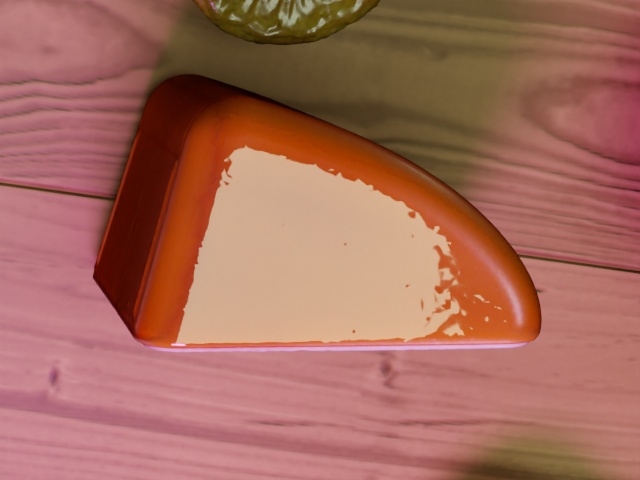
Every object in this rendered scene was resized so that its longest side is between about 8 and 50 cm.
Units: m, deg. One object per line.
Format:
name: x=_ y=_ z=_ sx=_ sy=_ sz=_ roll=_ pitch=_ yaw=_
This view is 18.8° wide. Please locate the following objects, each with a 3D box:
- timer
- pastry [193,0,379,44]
timer: x=0.000 y=0.000 z=1.280 sx=0.250 sy=0.257 sz=0.161 roll=15 pitch=95 yaw=-16
pastry: x=-0.032 y=-0.228 z=1.282 sx=0.188 sy=0.103 sz=0.189 roll=-4 pitch=106 yaw=-13
